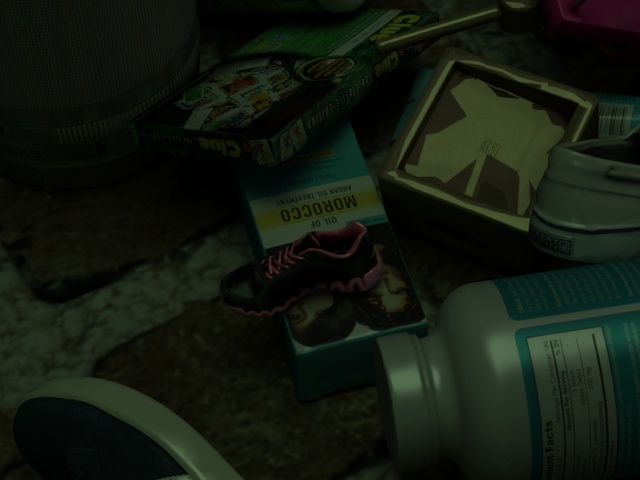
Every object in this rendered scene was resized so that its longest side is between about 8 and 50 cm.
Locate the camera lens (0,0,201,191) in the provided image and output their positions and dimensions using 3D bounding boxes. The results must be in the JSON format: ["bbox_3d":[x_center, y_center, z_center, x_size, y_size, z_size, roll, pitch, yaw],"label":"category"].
[{"bbox_3d":[-0.210,-0.203,1.249,0.219,0.274,0.219,-2,50,2],"label":"camera lens"}]

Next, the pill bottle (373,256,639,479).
[{"bbox_3d":[0.172,0.090,1.065,0.264,0.146,0.146,-8,50,-4],"label":"pill bottle"}]

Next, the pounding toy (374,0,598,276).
[{"bbox_3d":[0.125,-0.099,1.239,0.181,0.094,0.206,22,69,19],"label":"pounding toy"}]

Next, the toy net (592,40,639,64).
[{"bbox_3d":[0.316,-0.171,1.345,0.122,0.045,0.232,-29,54,-20],"label":"toy net"}]

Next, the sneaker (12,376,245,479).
[{"bbox_3d":[-0.095,0.220,0.978,0.350,0.131,0.148,33,54,27],"label":"sneaker"}]

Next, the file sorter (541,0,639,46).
[{"bbox_3d":[0.276,-0.319,1.239,0.202,0.182,0.290,4,62,-29],"label":"file sorter"}]

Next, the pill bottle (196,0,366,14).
[{"bbox_3d":[-0.062,-0.254,1.369,0.208,0.117,0.117,3,47,30],"label":"pill bottle"}]

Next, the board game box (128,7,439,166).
[{"bbox_3d":[-0.022,-0.131,1.272,0.136,0.030,0.260,7,31,33],"label":"board game box"}]

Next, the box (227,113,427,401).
[{"bbox_3d":[0.000,0.000,1.206,0.100,0.060,0.244,-13,50,-8],"label":"box"}]

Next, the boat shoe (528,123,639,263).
[{"bbox_3d":[0.257,-0.051,1.163,0.267,0.088,0.096,-9,26,-35],"label":"boat shoe"}]

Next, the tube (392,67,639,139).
[{"bbox_3d":[0.168,-0.101,1.295,0.207,0.052,0.080,9,50,17],"label":"tube"}]

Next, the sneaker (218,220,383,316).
[{"bbox_3d":[-0.016,0.015,1.116,0.119,0.057,0.047,-16,52,-6],"label":"sneaker"}]
